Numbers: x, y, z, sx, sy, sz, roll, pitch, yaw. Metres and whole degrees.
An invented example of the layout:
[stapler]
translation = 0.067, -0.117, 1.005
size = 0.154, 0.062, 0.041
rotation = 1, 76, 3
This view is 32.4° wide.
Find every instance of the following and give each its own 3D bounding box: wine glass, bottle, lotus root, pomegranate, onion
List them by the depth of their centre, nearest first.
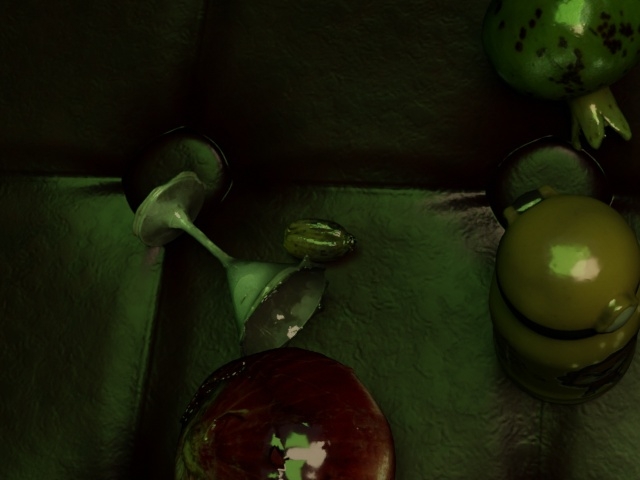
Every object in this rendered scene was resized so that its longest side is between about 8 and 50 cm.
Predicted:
[bottle]
translation = 0.261, 0.062, 1.176
size = 0.171, 0.351, 0.172
rotation = -4, 72, 11
[onion]
translation = -0.043, 0.257, 1.238
size = 0.276, 0.276, 0.276
rotation = -4, 71, 10
[pomegranate]
translation = 0.313, -0.242, 1.371
size = 0.211, 0.211, 0.263
rotation = -19, 110, 4
[wine glass]
translation = -0.120, 0.024, 1.385
size = 0.232, 0.156, 0.156
rotation = 40, 83, 25
[lotus root]
translation = 0.000, 0.000, 1.412
size = 0.099, 0.049, 0.054
rotation = 6, 64, 14
